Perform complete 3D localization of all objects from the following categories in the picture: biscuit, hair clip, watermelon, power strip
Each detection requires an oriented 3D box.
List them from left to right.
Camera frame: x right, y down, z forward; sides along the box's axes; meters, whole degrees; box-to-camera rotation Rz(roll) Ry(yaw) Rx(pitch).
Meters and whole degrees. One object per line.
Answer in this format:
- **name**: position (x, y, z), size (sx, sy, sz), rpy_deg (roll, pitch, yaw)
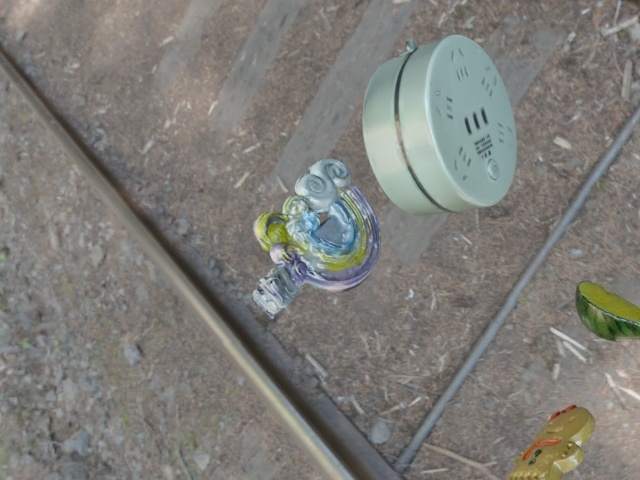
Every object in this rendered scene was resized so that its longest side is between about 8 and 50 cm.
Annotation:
- **hair clip**: position (0.000, 0.000, 0.568), size (0.172, 0.116, 0.049), rpy_deg (-48, 10, -32)
- **power strip**: position (0.243, -0.231, 1.174), size (0.161, 0.357, 0.358), rpy_deg (-8, 74, 45)
- **biscuit**: position (0.422, 0.376, 1.075), size (0.036, 0.225, 0.166), rpy_deg (49, 152, 5)
- **watermelon**: position (0.540, 0.128, 1.113), size (0.092, 0.075, 0.181), rpy_deg (-41, 35, 0)
